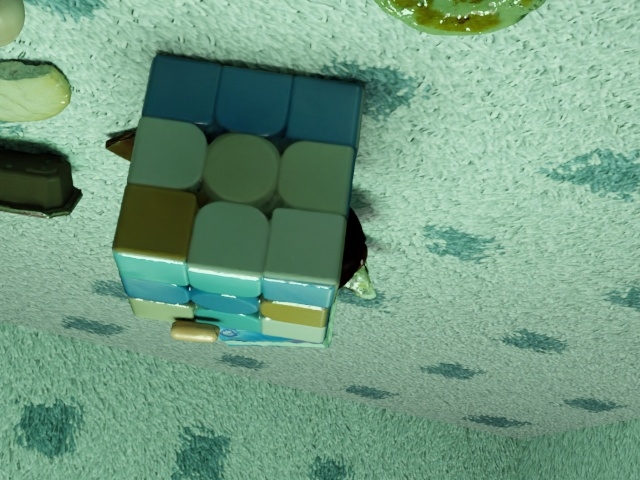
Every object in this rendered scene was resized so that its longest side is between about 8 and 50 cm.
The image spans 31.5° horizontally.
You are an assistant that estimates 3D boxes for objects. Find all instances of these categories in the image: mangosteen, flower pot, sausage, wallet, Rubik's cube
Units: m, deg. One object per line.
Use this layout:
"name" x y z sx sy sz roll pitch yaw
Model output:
"mangosteen" 0.000 0.000 2.206 0.211 0.211 0.250 -4 -172 31
"flower pot" -0.586 -0.121 2.170 0.251 0.084 0.179 8 -158 -1
"sausage" -0.208 0.151 1.887 0.083 0.034 0.034 4 160 11
"wallet" -0.312 -0.157 2.112 0.095 0.026 0.176 -13 154 34
"Rubik's cube" -0.125 -0.056 1.839 0.344 0.347 0.346 7 161 0

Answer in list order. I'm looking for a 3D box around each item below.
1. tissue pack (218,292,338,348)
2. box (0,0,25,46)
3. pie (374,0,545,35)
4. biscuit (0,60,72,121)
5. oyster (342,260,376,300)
"tissue pack" -0.103 0.135 2.598 0.263 0.198 0.146 0 156 21
"box" -0.517 -0.335 1.596 0.200 0.088 0.146 11 162 -4
"pie" 0.168 -0.324 1.396 0.240 0.054 0.240 6 159 2
"biscuit" -0.523 -0.250 1.917 0.188 0.040 0.265 18 159 -33
"oyster" -0.037 0.029 2.370 0.351 0.158 0.162 23 -166 -2
